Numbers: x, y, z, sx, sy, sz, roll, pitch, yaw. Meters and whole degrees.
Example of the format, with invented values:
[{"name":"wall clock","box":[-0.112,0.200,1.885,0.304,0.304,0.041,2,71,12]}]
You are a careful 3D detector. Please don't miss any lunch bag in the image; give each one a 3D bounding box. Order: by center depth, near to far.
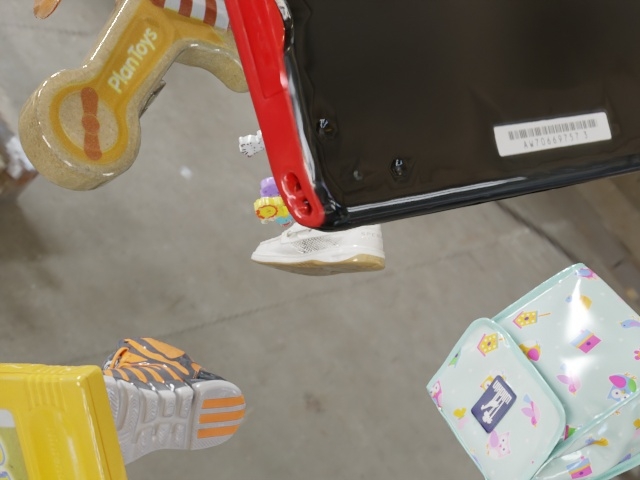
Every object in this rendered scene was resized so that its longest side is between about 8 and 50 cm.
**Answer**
[{"name":"lunch bag","box":[0.280,0.185,1.425,0.223,0.262,0.160,55,-9,46]}]

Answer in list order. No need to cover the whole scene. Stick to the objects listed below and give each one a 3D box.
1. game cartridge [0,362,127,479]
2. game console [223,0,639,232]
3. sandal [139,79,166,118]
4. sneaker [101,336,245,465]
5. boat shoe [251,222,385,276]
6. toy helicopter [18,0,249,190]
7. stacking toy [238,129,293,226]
[{"name":"game cartridge","box":[-0.341,0.267,1.251,0.052,0.323,0.285,-32,116,-57]},{"name":"game console","box":[0.094,-0.194,0.732,0.386,0.060,0.342,-12,88,-37]},{"name":"sandal","box":[-0.265,-0.181,1.571,0.060,0.090,0.219,36,-15,-13]},{"name":"sneaker","box":[-0.271,0.203,1.520,0.321,0.124,0.180,7,13,-39]},{"name":"boat shoe","box":[0.000,0.000,1.793,0.098,0.277,0.096,14,78,-40]},{"name":"toy helicopter","box":[-0.135,-0.184,0.893,0.235,0.140,0.355,42,46,-21]},{"name":"stacking toy","box":[-0.072,-0.063,2.017,0.221,0.052,0.167,59,13,-53]}]
